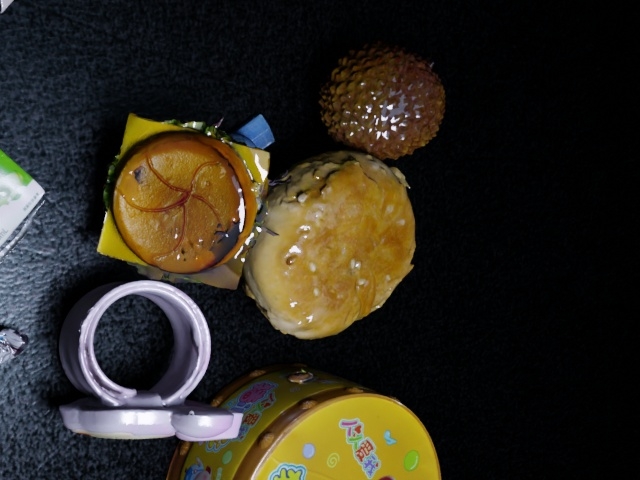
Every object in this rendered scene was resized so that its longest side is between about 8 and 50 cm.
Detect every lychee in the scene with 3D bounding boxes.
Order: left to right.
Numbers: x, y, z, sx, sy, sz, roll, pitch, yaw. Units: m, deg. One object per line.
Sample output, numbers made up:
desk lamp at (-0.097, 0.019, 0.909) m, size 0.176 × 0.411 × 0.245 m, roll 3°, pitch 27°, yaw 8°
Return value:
lychee at (0.105, -0.229, 1.481) m, size 0.238 × 0.200 × 0.200 m, roll -45°, pitch 121°, yaw -31°

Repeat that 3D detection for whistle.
whistle at (-0.119, -0.132, 1.384) m, size 0.158 × 0.090 × 0.090 m, roll -40°, pitch 119°, yaw -25°

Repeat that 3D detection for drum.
drum at (-0.023, 0.415, 1.457) m, size 0.431 × 0.214 × 0.431 m, roll -6°, pitch 101°, yaw -36°

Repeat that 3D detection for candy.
candy at (-0.450, 0.224, 1.204) m, size 0.094 × 0.051 × 0.226 m, roll 24°, pitch 82°, yaw -40°

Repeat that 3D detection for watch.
watch at (-0.234, 0.167, 1.284) m, size 0.248 × 0.211 × 0.217 m, roll 6°, pitch 84°, yaw -29°

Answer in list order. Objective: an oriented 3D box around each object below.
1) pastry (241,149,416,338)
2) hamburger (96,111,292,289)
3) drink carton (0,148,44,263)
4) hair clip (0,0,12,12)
pastry at (0.000, 0.000, 1.431) m, size 0.316 × 0.184 × 0.284 m, roll -36°, pitch 123°, yaw -29°
hamburger at (-0.179, -0.057, 1.269) m, size 0.262 × 0.138 × 0.243 m, roll 20°, pitch 103°, yaw 2°
drink carton at (-0.479, -0.088, 1.099) m, size 0.271 × 0.108 × 0.161 m, roll 47°, pitch 69°, yaw -33°
hair clip at (-0.372, -0.399, 1.184) m, size 0.072 × 0.034 × 0.226 m, roll 11°, pitch 91°, yaw -39°
